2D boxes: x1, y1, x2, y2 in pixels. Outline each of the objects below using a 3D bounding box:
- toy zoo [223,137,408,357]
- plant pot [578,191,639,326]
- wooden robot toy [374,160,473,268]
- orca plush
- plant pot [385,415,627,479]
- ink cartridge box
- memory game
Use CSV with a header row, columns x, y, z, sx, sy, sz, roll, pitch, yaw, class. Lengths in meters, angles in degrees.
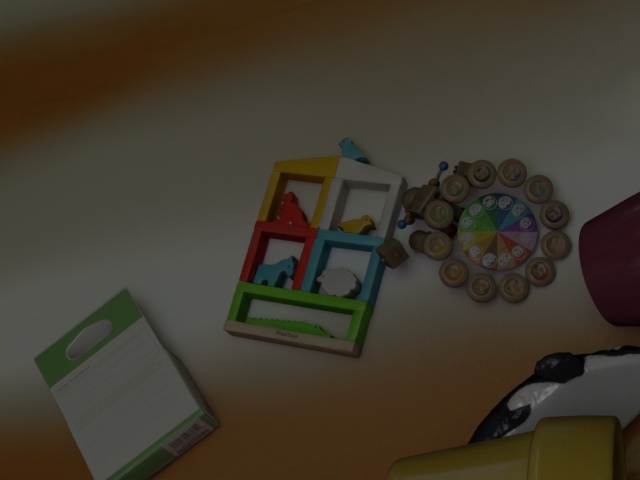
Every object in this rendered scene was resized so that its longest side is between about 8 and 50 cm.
x,y,z,sx,sy,sz,roll,pitch,yaw,class
0.000,0.000,1.679,0.192,0.030,0.293,7,70,25,toy zoo
0.399,0.015,1.422,0.180,0.201,0.201,-18,61,32,plant pot
0.133,-0.036,1.634,0.173,0.076,0.079,-54,24,-6,wooden robot toy
0.261,0.208,1.467,0.151,0.102,0.287,40,99,-13,orca plush
0.195,0.310,1.322,0.239,0.254,0.254,-3,67,18,plant pot
-0.262,0.201,1.686,0.171,0.056,0.235,-38,56,3,ink cartridge box
0.217,-0.012,1.569,0.186,0.012,0.186,-1,80,6,memory game
